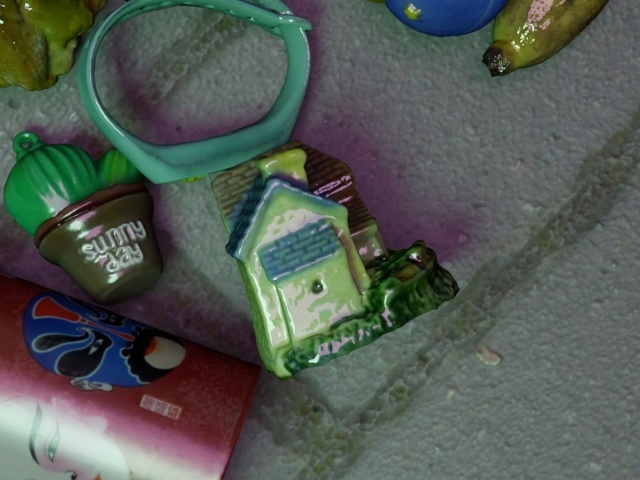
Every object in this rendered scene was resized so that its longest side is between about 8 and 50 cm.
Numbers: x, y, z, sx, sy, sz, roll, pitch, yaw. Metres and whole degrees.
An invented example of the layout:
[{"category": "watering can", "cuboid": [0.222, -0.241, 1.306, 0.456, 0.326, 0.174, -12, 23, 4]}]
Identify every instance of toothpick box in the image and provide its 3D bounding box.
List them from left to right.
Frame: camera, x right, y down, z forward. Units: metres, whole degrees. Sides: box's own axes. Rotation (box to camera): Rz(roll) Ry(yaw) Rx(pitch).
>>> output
[{"category": "toothpick box", "cuboid": [-0.243, 0.153, 1.100, 0.333, 0.204, 0.204, 20, 87, -2]}]

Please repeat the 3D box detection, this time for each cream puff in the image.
[{"category": "cream puff", "cuboid": [-0.324, -0.254, 1.134, 0.244, 0.196, 0.244, 1, 117, 2]}]

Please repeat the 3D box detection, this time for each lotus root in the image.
[{"category": "lotus root", "cuboid": [0.225, -0.241, 1.195, 0.108, 0.094, 0.190, 34, 94, 18]}]

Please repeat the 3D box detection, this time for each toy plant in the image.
[{"category": "toy plant", "cuboid": [-0.227, -0.037, 1.162, 0.143, 0.105, 0.200, -27, 75, -18]}]

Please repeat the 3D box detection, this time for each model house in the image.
[{"category": "model house", "cuboid": [0.000, 0.000, 1.101, 0.195, 0.214, 0.189, -25, 96, -2]}]

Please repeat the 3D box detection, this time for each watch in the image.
[{"category": "watch", "cuboid": [-0.115, -0.160, 1.159, 0.237, 0.068, 0.195, -15, 97, -21]}]

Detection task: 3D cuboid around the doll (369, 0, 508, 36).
[{"category": "doll", "cuboid": [0.140, -0.325, 1.109, 0.160, 0.311, 0.242, 1, 79, -30]}]
